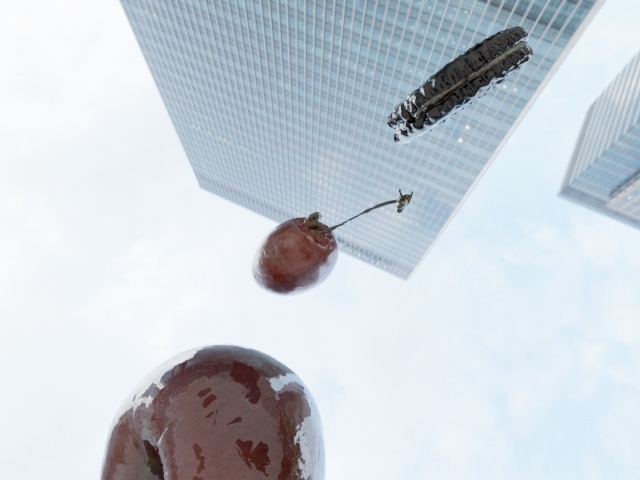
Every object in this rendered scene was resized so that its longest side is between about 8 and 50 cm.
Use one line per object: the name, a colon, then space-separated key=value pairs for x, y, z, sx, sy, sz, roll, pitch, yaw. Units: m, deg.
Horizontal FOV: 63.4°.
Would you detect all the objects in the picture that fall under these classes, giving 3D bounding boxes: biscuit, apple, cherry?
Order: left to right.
apple: x=-0.126 y=0.282 z=0.638 sx=0.306 sy=0.235 sz=0.305 roll=-15 pitch=-113 yaw=38
cherry: x=0.000 y=0.000 z=0.613 sx=0.226 sy=0.107 sz=0.090 roll=-34 pitch=-110 yaw=33
biscuit: x=0.163 y=-0.182 z=0.622 sx=0.195 sy=0.194 sz=0.053 roll=-35 pitch=-86 yaw=-13
